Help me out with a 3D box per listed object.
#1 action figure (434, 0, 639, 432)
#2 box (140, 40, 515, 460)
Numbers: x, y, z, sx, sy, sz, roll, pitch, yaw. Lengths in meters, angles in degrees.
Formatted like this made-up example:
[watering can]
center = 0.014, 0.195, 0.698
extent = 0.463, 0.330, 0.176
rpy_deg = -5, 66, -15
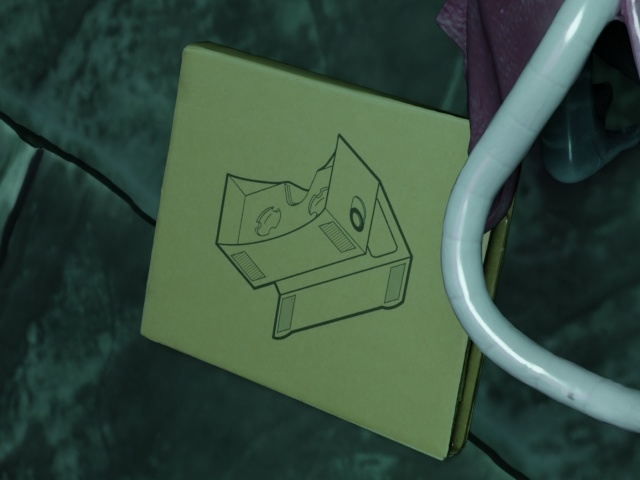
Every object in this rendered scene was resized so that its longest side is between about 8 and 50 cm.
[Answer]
[action figure]
center = 0.113, -0.163, 0.733
extent = 0.248, 0.276, 0.370
rpy_deg = 19, 132, 22
[box]
center = 0.000, 0.000, 0.998
extent = 0.201, 0.021, 0.164
rpy_deg = 20, 107, 34
